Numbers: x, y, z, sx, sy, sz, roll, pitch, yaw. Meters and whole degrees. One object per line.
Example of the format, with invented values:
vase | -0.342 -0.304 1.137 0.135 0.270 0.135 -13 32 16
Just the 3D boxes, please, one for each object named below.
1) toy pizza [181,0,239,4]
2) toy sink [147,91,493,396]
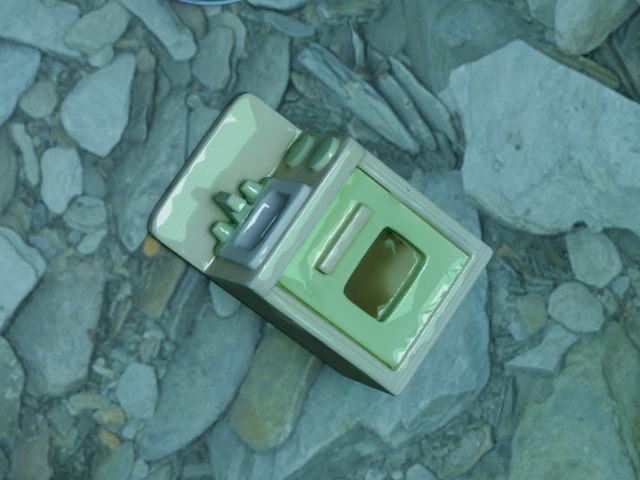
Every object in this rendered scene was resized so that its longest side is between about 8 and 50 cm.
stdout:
toy pizza | -0.095 -0.296 1.527 0.201 0.032 0.201 -3 97 -22
toy sink | 0.000 0.000 1.542 0.234 0.131 0.153 38 81 -20
